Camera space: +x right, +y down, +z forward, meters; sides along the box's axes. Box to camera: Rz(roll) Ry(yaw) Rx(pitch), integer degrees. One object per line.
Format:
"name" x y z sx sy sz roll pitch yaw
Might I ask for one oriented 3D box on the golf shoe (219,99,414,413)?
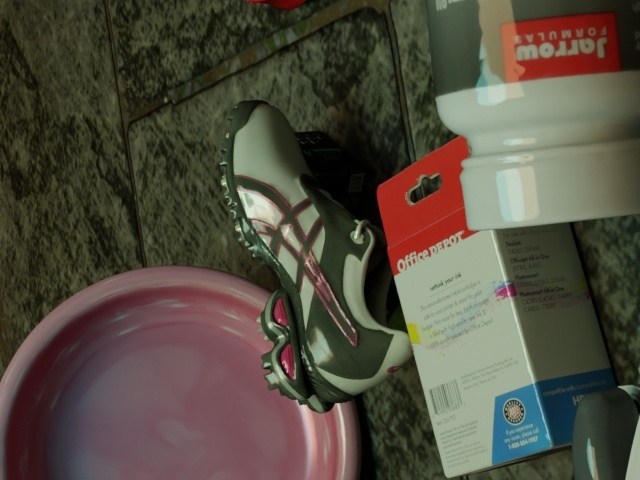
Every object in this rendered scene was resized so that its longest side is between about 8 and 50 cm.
"golf shoe" 0.000 0.000 1.265 0.120 0.105 0.273 -24 69 22

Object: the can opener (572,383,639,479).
"can opener" 0.206 0.236 1.041 0.076 0.095 0.284 2 97 58

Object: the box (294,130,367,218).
"box" -0.006 -0.052 1.369 0.083 0.052 0.062 42 129 45

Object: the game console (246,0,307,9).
"game console" -0.060 -0.435 1.396 0.387 0.060 0.342 56 133 36

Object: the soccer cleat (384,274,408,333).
"soccer cleat" 0.050 0.056 1.302 0.179 0.060 0.072 -24 66 50

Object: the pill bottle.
"pill bottle" 0.148 -0.153 1.003 0.161 0.161 0.283 -5 91 58

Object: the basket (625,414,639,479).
"basket" 0.264 0.100 0.913 0.103 0.113 0.167 35 124 45

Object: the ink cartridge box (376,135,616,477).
"ink cartridge box" 0.128 0.047 1.148 0.134 0.078 0.231 -30 70 55

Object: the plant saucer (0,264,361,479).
"plant saucer" -0.130 0.191 1.399 0.084 0.332 0.332 96 160 -78
